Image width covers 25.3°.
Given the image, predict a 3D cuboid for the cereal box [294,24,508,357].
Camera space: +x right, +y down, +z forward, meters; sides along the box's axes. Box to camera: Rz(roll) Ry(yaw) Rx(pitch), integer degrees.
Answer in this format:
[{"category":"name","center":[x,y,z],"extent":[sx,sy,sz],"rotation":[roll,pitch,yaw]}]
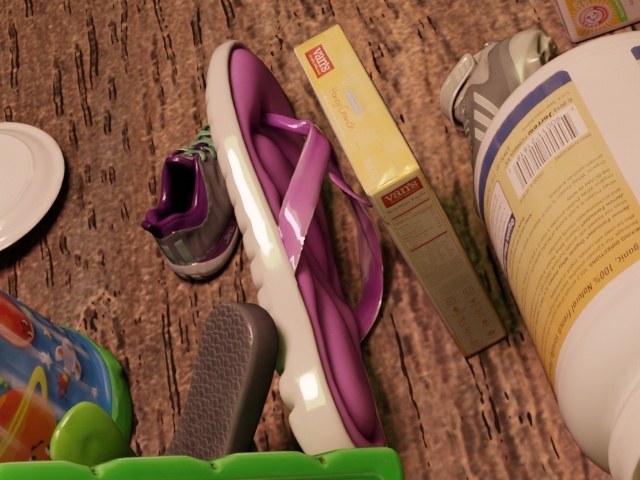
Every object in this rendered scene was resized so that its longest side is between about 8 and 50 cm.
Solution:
[{"category":"cereal box","center":[0.065,-0.035,1.126],"extent":[0.047,0.240,0.173],"rotation":[-29,49,4]}]

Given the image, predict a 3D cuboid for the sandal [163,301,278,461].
[{"category":"sandal","center":[-0.077,0.172,1.109],"extent":[0.097,0.054,0.254],"rotation":[38,113,47]}]

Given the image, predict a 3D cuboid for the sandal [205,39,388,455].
[{"category":"sandal","center":[0.006,0.005,1.185],"extent":[0.102,0.169,0.416],"rotation":[-23,62,14]}]

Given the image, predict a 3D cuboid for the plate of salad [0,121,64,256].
[{"category":"plate of salad","center":[-0.354,-0.043,1.468],"extent":[0.200,0.048,0.200],"rotation":[-9,48,10]}]

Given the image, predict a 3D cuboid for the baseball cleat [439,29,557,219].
[{"category":"baseball cleat","center":[0.149,-0.092,1.251],"extent":[0.109,0.072,0.206],"rotation":[-8,48,39]}]

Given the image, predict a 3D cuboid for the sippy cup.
[{"category":"sippy cup","center":[-0.313,0.130,1.207],"extent":[0.305,0.224,0.240],"rotation":[-19,50,14]}]

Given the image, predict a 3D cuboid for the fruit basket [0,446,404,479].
[{"category":"fruit basket","center":[-0.135,0.300,0.952],"extent":[0.392,0.392,0.283],"rotation":[-20,66,13]}]

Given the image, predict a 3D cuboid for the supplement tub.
[{"category":"supplement tub","center":[0.250,0.028,0.978],"extent":[0.228,0.228,0.316],"rotation":[-24,42,9]}]

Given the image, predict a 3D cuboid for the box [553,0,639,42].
[{"category":"box","center":[0.297,-0.277,1.273],"extent":[0.203,0.103,0.114],"rotation":[-18,51,14]}]

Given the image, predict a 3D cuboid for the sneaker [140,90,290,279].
[{"category":"sneaker","center":[-0.094,-0.077,1.329],"extent":[0.083,0.098,0.224],"rotation":[4,60,28]}]
